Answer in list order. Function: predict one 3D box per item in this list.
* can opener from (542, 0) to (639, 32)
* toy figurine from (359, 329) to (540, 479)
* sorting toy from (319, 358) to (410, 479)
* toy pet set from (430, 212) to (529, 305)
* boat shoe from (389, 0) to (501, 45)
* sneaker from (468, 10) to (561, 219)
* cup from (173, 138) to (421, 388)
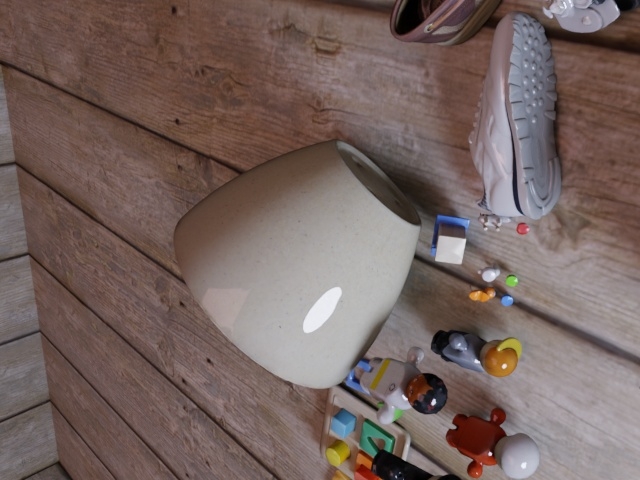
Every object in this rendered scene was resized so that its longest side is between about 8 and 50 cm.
[{"bbox_3d":[0.201,-0.314,0.586,0.280,0.093,0.074,43,169,-23],"label":"can opener"},{"bbox_3d":[0.172,0.231,0.819,0.148,0.213,0.210,4,103,59],"label":"toy figurine"},{"bbox_3d":[0.064,0.370,1.116,0.196,0.047,0.348,30,125,37],"label":"sorting toy"},{"bbox_3d":[0.205,0.011,0.829,0.114,0.065,0.122,9,119,8],"label":"toy pet set"},{"bbox_3d":[0.176,-0.350,0.651,0.123,0.123,0.342,54,137,18],"label":"boat shoe"},{"bbox_3d":[0.214,-0.140,0.728,0.094,0.090,0.235,15,114,54],"label":"sneaker"},{"bbox_3d":[0.000,0.000,0.879,0.237,0.331,0.331,-45,69,18],"label":"cup"}]
